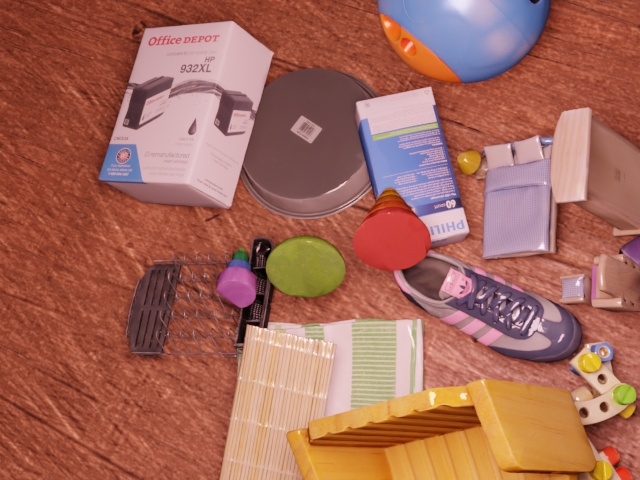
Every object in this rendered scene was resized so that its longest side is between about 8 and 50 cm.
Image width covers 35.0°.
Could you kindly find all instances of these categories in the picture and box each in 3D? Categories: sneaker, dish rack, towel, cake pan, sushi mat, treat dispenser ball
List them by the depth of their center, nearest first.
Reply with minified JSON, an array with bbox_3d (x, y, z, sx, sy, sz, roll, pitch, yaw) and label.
[{"bbox_3d":[0.249,0.099,1.594,0.319,0.131,0.112,19,79,30],"label":"sneaker"},{"bbox_3d":[-0.073,0.303,1.622,0.151,0.019,0.316,10,90,5],"label":"sushi mat"},{"bbox_3d":[0.012,0.249,1.685,0.325,0.038,0.248,-4,73,14],"label":"towel"},{"bbox_3d":[0.237,-0.405,1.690,0.288,0.288,0.288,-4,72,14],"label":"treat dispenser ball"},{"bbox_3d":[-0.209,0.104,1.749,0.271,0.074,0.208,-2,57,16],"label":"dish rack"},{"bbox_3d":[-0.020,-0.184,1.820,0.293,0.054,0.293,-5,72,14],"label":"cake pan"}]

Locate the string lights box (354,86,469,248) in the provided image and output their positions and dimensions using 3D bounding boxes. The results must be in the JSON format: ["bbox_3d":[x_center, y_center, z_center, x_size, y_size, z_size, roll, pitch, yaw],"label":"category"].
[{"bbox_3d":[0.150,-0.115,1.706,0.133,0.077,0.260,-12,78,-4],"label":"string lights box"}]

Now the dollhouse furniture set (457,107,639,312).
[{"bbox_3d":[0.316,-0.041,1.563,0.303,0.198,0.286,-6,72,42],"label":"dollhouse furniture set"}]

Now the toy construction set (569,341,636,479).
[{"bbox_3d":[0.434,0.324,1.495,0.215,0.151,0.328,-31,69,-16],"label":"toy construction set"}]

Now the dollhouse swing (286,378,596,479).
[{"bbox_3d":[0.181,0.385,1.403,0.347,0.315,0.305,-21,67,37],"label":"dollhouse swing"}]

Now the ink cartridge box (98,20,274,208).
[{"bbox_3d":[-0.241,-0.225,1.824,0.223,0.129,0.307,4,74,36],"label":"ink cartridge box"}]

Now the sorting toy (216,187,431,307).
[{"bbox_3d":[0.000,0.000,1.641,0.365,0.127,0.126,-18,40,19],"label":"sorting toy"}]

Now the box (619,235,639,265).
[{"bbox_3d":[0.619,0.027,1.554,0.261,0.103,0.184,-32,70,4],"label":"box"}]
